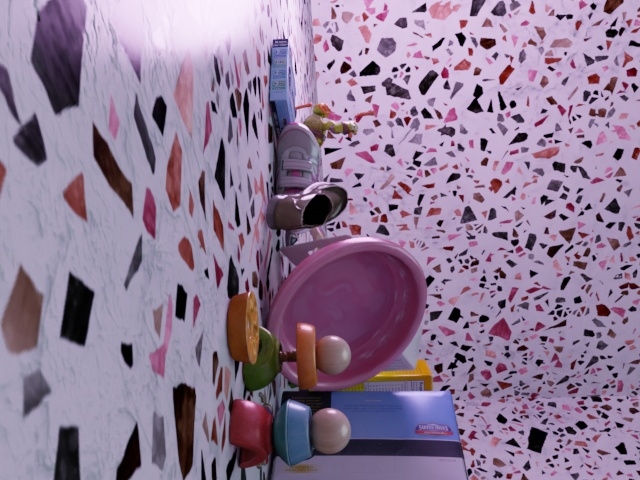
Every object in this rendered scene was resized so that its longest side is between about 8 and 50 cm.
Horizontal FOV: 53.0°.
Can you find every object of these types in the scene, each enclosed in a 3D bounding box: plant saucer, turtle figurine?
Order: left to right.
[{"bbox_3d":[-0.009,-0.237,1.510,0.087,0.269,0.218,23,79,-54],"label":"turtle figurine"},{"bbox_3d":[0.045,0.134,1.234,0.084,0.331,0.332,-131,-149,-54],"label":"plant saucer"}]

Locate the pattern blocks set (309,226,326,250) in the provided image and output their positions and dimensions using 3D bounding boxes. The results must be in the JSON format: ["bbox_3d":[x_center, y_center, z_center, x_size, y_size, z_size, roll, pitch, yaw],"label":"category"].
[{"bbox_3d":[0.000,0.000,1.621,0.286,0.026,0.325,61,3,-20],"label":"pattern blocks set"}]

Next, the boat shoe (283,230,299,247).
[{"bbox_3d":[-0.067,-0.018,1.518,0.046,0.038,0.125,83,6,-51],"label":"boat shoe"}]

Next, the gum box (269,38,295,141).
[{"bbox_3d":[-0.083,-0.334,1.458,0.157,0.041,0.185,82,6,-59],"label":"gum box"}]

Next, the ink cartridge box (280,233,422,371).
[{"bbox_3d":[0.059,0.154,1.439,0.353,0.207,0.119,51,43,-34],"label":"ink cartridge box"}]

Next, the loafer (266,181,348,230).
[{"bbox_3d":[-0.008,-0.061,1.312,0.251,0.087,0.095,-24,122,-53],"label":"loafer"}]

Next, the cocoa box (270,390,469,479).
[{"bbox_3d":[0.091,0.448,1.246,0.228,0.346,0.232,-87,175,-56],"label":"cocoa box"}]

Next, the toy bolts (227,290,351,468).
[{"bbox_3d":[-0.037,0.191,0.898,0.218,0.158,0.229,83,6,-51],"label":"toy bolts"}]

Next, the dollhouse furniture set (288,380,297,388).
[{"bbox_3d":[-0.068,0.262,1.442,0.076,0.058,0.152,-76,145,-52],"label":"dollhouse furniture set"}]

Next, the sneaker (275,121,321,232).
[{"bbox_3d":[-0.048,-0.130,1.405,0.111,0.102,0.253,-84,170,-77],"label":"sneaker"}]

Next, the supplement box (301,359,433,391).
[{"bbox_3d":[0.128,0.447,1.773,0.195,0.356,0.194,-29,117,-86],"label":"supplement box"}]

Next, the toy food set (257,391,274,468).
[{"bbox_3d":[-0.090,0.319,1.071,0.078,0.019,0.122,79,9,-65],"label":"toy food set"}]
